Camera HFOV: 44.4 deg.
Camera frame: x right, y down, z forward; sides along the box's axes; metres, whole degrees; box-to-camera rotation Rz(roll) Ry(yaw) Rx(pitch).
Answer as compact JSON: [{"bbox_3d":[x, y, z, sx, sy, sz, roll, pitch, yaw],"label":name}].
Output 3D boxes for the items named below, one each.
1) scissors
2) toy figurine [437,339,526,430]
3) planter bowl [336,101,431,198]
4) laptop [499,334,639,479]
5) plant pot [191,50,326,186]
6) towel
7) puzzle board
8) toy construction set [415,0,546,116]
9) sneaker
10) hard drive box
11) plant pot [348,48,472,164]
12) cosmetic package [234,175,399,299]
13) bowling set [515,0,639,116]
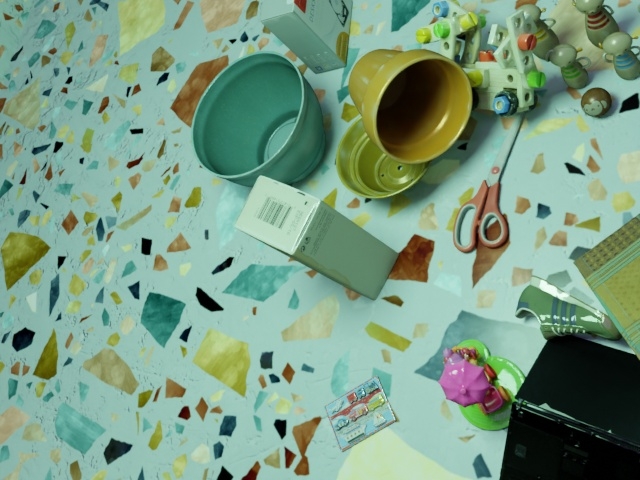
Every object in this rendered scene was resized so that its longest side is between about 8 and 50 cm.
[{"bbox_3d":[0.321,-0.118,1.506,0.109,0.021,0.297,1,74,35],"label":"scissors"},{"bbox_3d":[0.252,0.226,1.328,0.130,0.159,0.173,-37,55,15],"label":"toy figurine"},{"bbox_3d":[0.147,-0.165,1.590,0.217,0.090,0.217,-12,62,24],"label":"planter bowl"},{"bbox_3d":[0.437,0.314,1.265,0.234,0.136,0.264,16,106,37],"label":"laptop"},{"bbox_3d":[-0.109,-0.236,1.723,0.293,0.196,0.293,-13,64,29],"label":"plant pot"},{"bbox_3d":[0.559,0.055,1.174,0.271,0.040,0.370,-39,26,14],"label":"towel"},{"bbox_3d":[0.073,0.329,1.495,0.128,0.011,0.096,-34,56,18],"label":"puzzle board"},{"bbox_3d":[0.313,-0.347,1.476,0.327,0.151,0.215,-143,45,-64],"label":"toy construction set"},{"bbox_3d":[0.411,0.137,1.321,0.192,0.064,0.086,34,90,44],"label":"sneaker"},{"bbox_3d":[-0.027,-0.514,1.758,0.089,0.232,0.181,-6,69,31],"label":"hard drive box"},{"bbox_3d":[0.149,-0.273,1.480,0.205,0.205,0.188,-50,37,7],"label":"plant pot"},{"bbox_3d":[0.000,0.000,1.488,0.160,0.309,0.113,24,85,38],"label":"cosmetic package"},{"bbox_3d":[0.496,-0.339,1.398,0.287,0.154,0.200,-11,65,30],"label":"bowling set"}]
